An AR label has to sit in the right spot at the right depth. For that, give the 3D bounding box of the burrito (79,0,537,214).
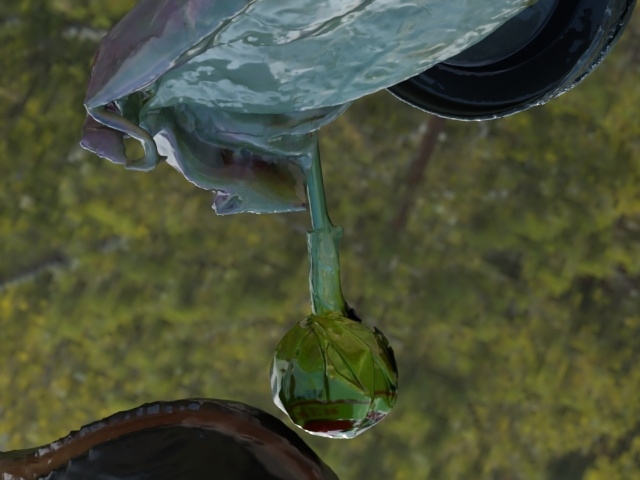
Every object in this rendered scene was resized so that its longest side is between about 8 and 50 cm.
[{"bbox_3d":[0.003,-0.099,0.685,0.229,0.089,0.144,-36,145,31],"label":"burrito"}]

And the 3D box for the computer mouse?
[{"bbox_3d":[-0.099,0.180,0.934,0.323,0.116,0.183,-23,91,49],"label":"computer mouse"}]

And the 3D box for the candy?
[{"bbox_3d":[0.000,0.000,0.885,0.062,0.194,0.058,-6,-177,-10],"label":"candy"}]

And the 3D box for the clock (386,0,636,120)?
[{"bbox_3d":[0.101,-0.191,1.186,0.226,0.226,0.049,13,-163,32],"label":"clock"}]
